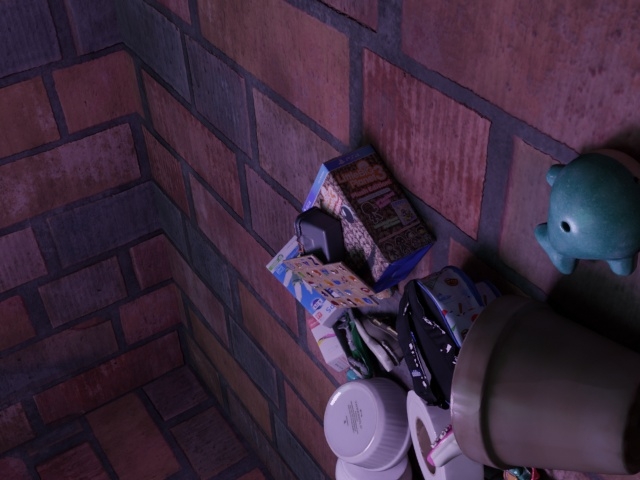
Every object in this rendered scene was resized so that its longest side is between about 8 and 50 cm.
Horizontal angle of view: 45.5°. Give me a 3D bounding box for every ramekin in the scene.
[{"bbox_3d":[0.126,0.517,2.177,0.273,0.127,0.272,-21,60,42],"label":"ramekin"}]

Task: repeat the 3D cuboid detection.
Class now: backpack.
[{"bbox_3d":[0.285,0.185,1.604,0.263,0.213,0.276,58,157,17],"label":"backpack"}]

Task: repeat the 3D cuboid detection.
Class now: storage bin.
[{"bbox_3d":[0.000,0.000,1.830,0.091,0.098,0.135,22,133,43],"label":"storage bin"}]

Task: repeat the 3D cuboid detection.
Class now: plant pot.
[{"bbox_3d":[0.433,0.277,1.345,0.281,0.323,0.323,11,123,41],"label":"plant pot"}]

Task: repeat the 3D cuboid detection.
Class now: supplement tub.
[{"bbox_3d":[0.163,0.759,2.360,0.235,0.236,0.324,44,148,40],"label":"supplement tub"}]

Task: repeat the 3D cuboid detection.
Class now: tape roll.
[{"bbox_3d":[0.305,0.500,1.895,0.286,0.100,0.286,168,90,-81],"label":"tape roll"}]

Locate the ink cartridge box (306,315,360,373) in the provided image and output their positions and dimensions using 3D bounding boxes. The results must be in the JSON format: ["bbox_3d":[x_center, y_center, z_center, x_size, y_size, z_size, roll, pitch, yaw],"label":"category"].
[{"bbox_3d":[0.041,0.322,2.316,0.198,0.067,0.115,63,-171,31],"label":"ink cartridge box"}]

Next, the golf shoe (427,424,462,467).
[{"bbox_3d":[0.362,0.398,1.608,0.140,0.306,0.115,49,-166,12],"label":"golf shoe"}]

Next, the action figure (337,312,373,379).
[{"bbox_3d":[0.108,0.324,2.248,0.137,0.064,0.232,-101,-12,-64],"label":"action figure"}]

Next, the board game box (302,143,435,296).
[{"bbox_3d":[0.108,-0.040,1.850,0.291,0.141,0.232,57,154,17],"label":"board game box"}]

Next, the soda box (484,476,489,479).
[{"bbox_3d":[0.442,0.658,1.925,0.169,0.053,0.060,22,132,58],"label":"soda box"}]

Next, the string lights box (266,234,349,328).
[{"bbox_3d":[-0.022,0.119,2.222,0.260,0.133,0.077,44,-176,28],"label":"string lights box"}]

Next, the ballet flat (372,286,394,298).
[{"bbox_3d":[0.133,0.129,2.051,0.067,0.073,0.206,56,162,-13],"label":"ballet flat"}]

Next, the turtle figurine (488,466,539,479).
[{"bbox_3d":[0.439,0.558,1.766,0.234,0.118,0.175,171,91,-81],"label":"turtle figurine"}]

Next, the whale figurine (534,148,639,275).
[{"bbox_3d":[0.419,-0.026,1.233,0.216,0.141,0.272,59,155,14],"label":"whale figurine"}]

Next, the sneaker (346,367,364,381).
[{"bbox_3d":[0.112,0.514,2.392,0.107,0.110,0.275,37,143,47],"label":"sneaker"}]

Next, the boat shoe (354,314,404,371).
[{"bbox_3d":[0.168,0.260,2.055,0.109,0.091,0.305,57,177,-14],"label":"boat shoe"}]

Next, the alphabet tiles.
[{"bbox_3d":[0.031,0.099,1.852,0.198,0.009,0.237,42,156,-18],"label":"alphabet tiles"}]
